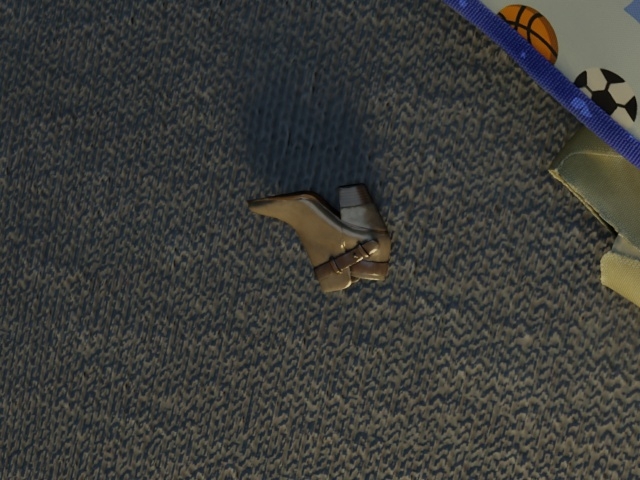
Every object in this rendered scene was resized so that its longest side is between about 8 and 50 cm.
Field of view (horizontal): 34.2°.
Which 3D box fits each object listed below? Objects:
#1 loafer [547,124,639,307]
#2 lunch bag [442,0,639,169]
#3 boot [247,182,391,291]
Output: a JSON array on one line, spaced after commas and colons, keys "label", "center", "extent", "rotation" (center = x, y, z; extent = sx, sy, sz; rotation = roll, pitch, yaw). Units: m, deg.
[{"label": "loafer", "center": [0.260, 0.023, 0.784], "extent": [0.092, 0.102, 0.268], "rotation": [-28, 76, 14]}, {"label": "lunch bag", "center": [0.310, -0.191, 0.649], "extent": [0.385, 0.239, 0.327], "rotation": [45, 129, 15]}, {"label": "boot", "center": [0.000, 0.000, 0.872], "extent": [0.119, 0.042, 0.086], "rotation": [-6, 98, 20]}]
